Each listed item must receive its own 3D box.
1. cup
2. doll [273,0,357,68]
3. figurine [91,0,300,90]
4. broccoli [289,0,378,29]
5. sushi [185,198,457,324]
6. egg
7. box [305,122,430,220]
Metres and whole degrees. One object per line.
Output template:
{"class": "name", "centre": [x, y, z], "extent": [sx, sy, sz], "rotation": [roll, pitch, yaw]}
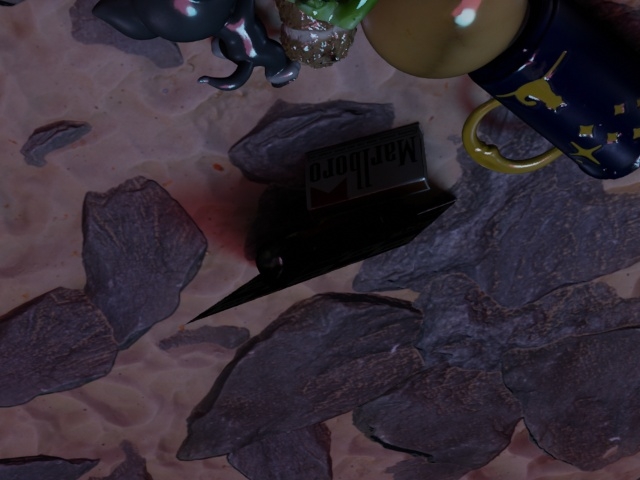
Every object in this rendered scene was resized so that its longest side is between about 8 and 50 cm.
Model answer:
{"class": "cup", "centre": [0.304, -0.185, 2.114], "extent": [0.256, 0.178, 0.255], "rotation": [32, 101, -29]}
{"class": "doll", "centre": [-0.012, -0.327, 2.019], "extent": [0.105, 0.115, 0.221], "rotation": [-15, 110, -12]}
{"class": "figurine", "centre": [-0.152, -0.281, 2.058], "extent": [0.193, 0.140, 0.265], "rotation": [-15, 124, 38]}
{"class": "broccoli", "centre": [0.024, -0.384, 1.842], "extent": [0.295, 0.265, 0.245], "rotation": [27, 105, 13]}
{"class": "sushi", "centre": [0.000, 0.000, 2.284], "extent": [0.343, 0.359, 0.064], "rotation": [-20, 95, 19]}
{"class": "egg", "centre": [0.158, -0.304, 1.972], "extent": [0.201, 0.201, 0.244], "rotation": [17, 172, -19]}
{"class": "box", "centre": [0.067, -0.098, 2.271], "extent": [0.178, 0.115, 0.036], "rotation": [-14, 138, 15]}
